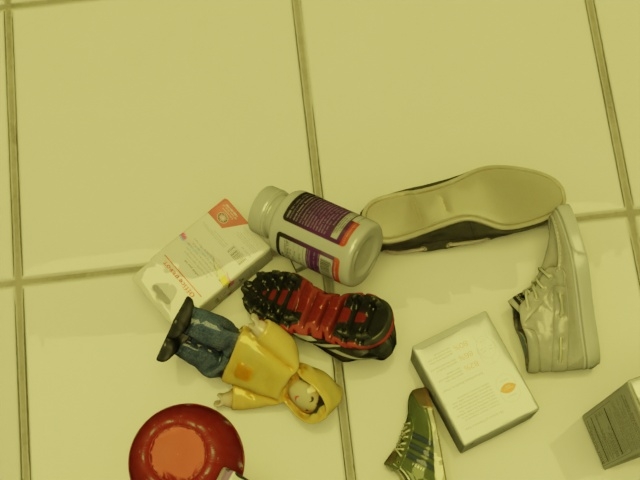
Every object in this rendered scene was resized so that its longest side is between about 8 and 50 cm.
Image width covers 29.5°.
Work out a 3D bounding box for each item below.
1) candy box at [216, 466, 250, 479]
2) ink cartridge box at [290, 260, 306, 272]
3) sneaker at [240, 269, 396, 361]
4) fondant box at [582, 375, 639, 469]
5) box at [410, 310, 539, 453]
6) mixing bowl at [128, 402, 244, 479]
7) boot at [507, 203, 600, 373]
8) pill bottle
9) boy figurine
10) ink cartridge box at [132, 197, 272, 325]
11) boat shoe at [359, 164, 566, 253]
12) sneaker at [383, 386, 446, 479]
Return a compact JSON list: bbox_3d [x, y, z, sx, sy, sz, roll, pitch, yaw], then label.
[{"bbox_3d":[-0.095,0.451,1.771,0.196,0.070,0.165,33,76,-13],"label":"candy box"},{"bbox_3d":[0.000,0.000,1.958,0.115,0.029,0.063,-24,74,-5],"label":"ink cartridge box"},{"bbox_3d":[0.002,0.124,1.887,0.276,0.135,0.098,14,67,30],"label":"sneaker"},{"bbox_3d":[0.524,0.227,1.716,0.238,0.330,0.096,-19,75,-4],"label":"fondant box"},{"bbox_3d":[0.232,0.217,1.853,0.130,0.091,0.170,-25,74,-6],"label":"box"},{"bbox_3d":[-0.209,0.327,1.833,0.181,0.098,0.181,0,72,2],"label":"mixing bowl"},{"bbox_3d":[0.351,0.078,1.875,0.123,0.095,0.258,-9,86,2],"label":"boot"},{"bbox_3d":[-0.011,-0.013,1.862,0.193,0.108,0.108,25,75,24],"label":"pill bottle"},{"bbox_3d":[-0.105,0.198,1.850,0.285,0.092,0.177,28,116,-5],"label":"boy figurine"},{"bbox_3d":[-0.188,0.043,1.933,0.198,0.067,0.115,-39,76,-11],"label":"ink cartridge box"},{"bbox_3d":[0.220,-0.047,1.944,0.335,0.095,0.112,-9,76,-6],"label":"boat shoe"},{"bbox_3d":[0.137,0.322,1.838,0.086,0.064,0.192,-8,76,-6],"label":"sneaker"}]
